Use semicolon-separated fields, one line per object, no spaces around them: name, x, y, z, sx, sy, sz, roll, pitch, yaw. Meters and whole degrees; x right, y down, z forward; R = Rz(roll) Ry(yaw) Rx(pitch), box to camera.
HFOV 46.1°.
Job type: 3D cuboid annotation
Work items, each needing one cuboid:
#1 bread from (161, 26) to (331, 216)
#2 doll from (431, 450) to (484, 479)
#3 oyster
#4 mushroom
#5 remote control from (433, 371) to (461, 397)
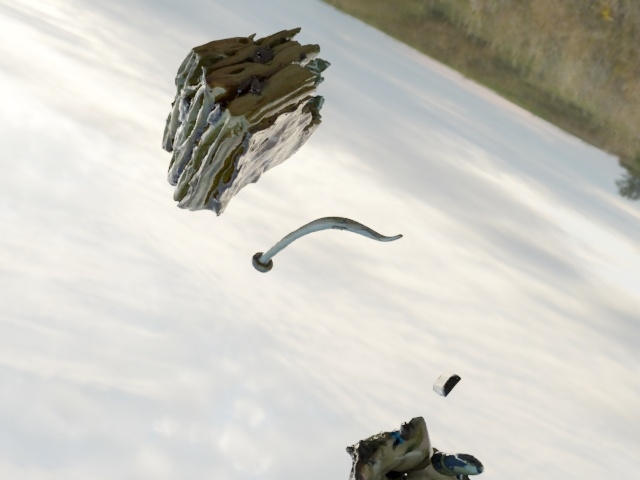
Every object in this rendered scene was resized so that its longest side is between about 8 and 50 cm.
bread;-0.120;-0.232;1.283;0.191;0.314;0.370;43;-132;6
doll;0.154;0.252;0.846;0.037;0.027;0.125;24;164;0
oyster;0.110;0.292;0.864;0.198;0.092;0.259;40;-156;-11
mushroom;0.001;-0.001;1.303;0.068;0.306;0.043;63;-147;-17
remote control;0.184;0.211;1.113;0.014;0.039;0.096;40;175;4
